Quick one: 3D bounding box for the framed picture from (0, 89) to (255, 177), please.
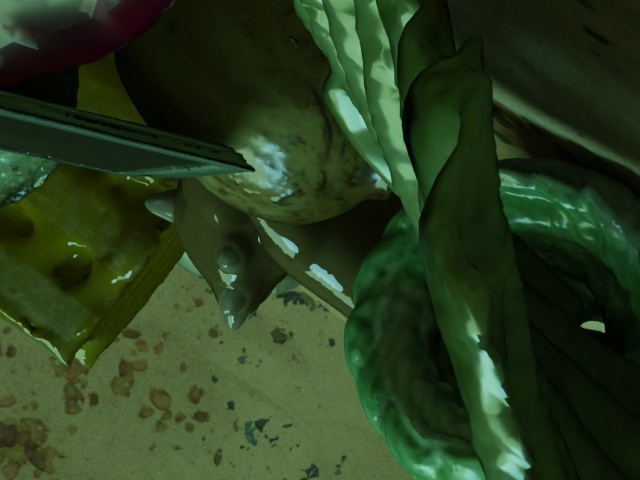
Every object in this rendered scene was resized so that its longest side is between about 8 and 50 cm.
[{"bbox_3d":[-0.198,-0.071,0.855,0.273,0.016,0.216,12,175,-25],"label":"framed picture"}]

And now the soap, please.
[{"bbox_3d":[-0.240,-0.096,1.289,0.335,0.293,0.156,34,176,5],"label":"soap"}]

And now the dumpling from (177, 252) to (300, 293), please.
[{"bbox_3d":[-0.106,-0.059,1.553,0.258,0.147,0.193,37,-142,-20],"label":"dumpling"}]

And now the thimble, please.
[{"bbox_3d":[0.134,0.063,0.905,0.219,0.219,0.150,31,174,33],"label":"thimble"}]

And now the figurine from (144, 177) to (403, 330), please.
[{"bbox_3d":[-0.002,-0.005,1.099,0.247,0.177,0.173,26,149,-11],"label":"figurine"}]

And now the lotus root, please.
[{"bbox_3d":[-0.038,-0.094,0.935,0.257,0.140,0.154,36,167,20],"label":"lotus root"}]

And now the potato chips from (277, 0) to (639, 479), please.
[{"bbox_3d":[0.064,-0.013,0.652,0.389,0.097,0.373,58,-170,-54],"label":"potato chips"}]

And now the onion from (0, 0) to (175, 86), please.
[{"bbox_3d":[-0.126,-0.202,0.583,0.272,0.195,0.272,22,133,27],"label":"onion"}]

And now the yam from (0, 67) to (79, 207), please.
[{"bbox_3d":[-0.240,-0.158,1.047,0.161,0.268,0.161,-1,145,0],"label":"yam"}]
